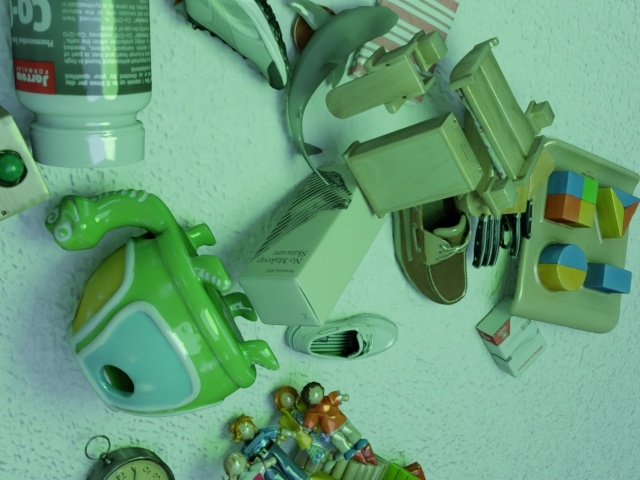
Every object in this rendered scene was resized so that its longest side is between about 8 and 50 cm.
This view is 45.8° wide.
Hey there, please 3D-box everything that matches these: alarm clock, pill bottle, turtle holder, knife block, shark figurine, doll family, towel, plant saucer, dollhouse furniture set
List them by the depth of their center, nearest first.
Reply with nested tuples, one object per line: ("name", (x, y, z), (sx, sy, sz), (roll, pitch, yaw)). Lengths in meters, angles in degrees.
("pill bottle", (-0.286, -0.237, 0.909), (0.161, 0.161, 0.284), (-7, 109, -30))
("turtle holder", (-0.221, 0.095, 1.010), (0.227, 0.243, 0.320), (-28, 134, -4))
("shark figurine", (0.008, -0.237, 1.108), (0.166, 0.116, 0.278), (22, 98, -34))
("plant saucer", (-0.006, -0.314, 1.147), (0.083, 0.013, 0.084), (-10, 110, -30))
("alarm clock", (-0.300, 0.368, 1.154), (0.129, 0.064, 0.192), (-37, 117, -23))
("dollhouse furniture set", (0.189, -0.207, 1.174), (0.303, 0.173, 0.356), (58, 43, -21))
("towel", (0.136, -0.331, 1.223), (0.144, 0.029, 0.197), (19, 95, -32))
("doll family", (-0.063, 0.339, 1.251), (0.263, 0.118, 0.163), (-39, 90, -20))
("knife block", (0.297, -0.097, 1.358), (0.242, 0.088, 0.276), (-50, 124, -9))

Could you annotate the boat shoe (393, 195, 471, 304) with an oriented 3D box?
("boat shoe", (0.197, -0.016, 1.305), (0.123, 0.116, 0.325), (-33, 120, -19))

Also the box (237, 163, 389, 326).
("box", (0.000, 0.000, 1.125), (0.275, 0.113, 0.094), (-57, 132, -41))

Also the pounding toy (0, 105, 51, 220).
("pounding toy", (-0.400, -0.094, 0.897), (0.100, 0.141, 0.130), (-29, 118, -20))

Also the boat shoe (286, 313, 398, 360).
("boat shoe", (0.052, 0.178, 1.303), (0.226, 0.075, 0.083), (-1, 106, -31))

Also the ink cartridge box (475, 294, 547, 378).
("ink cartridge box", (0.386, 0.195, 1.526), (0.099, 0.056, 0.135), (-42, 122, -14))

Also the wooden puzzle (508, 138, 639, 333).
("wooden puzzle", (0.529, 0.003, 1.507), (0.322, 0.080, 0.348), (14, 87, -34))

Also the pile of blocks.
("pile of blocks", (0.097, 0.434, 1.370), (0.362, 0.149, 0.113), (21, 94, -34))

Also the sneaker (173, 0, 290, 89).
("sneaker", (-0.128, -0.313, 1.036), (0.108, 0.100, 0.271), (-28, 129, 12))
